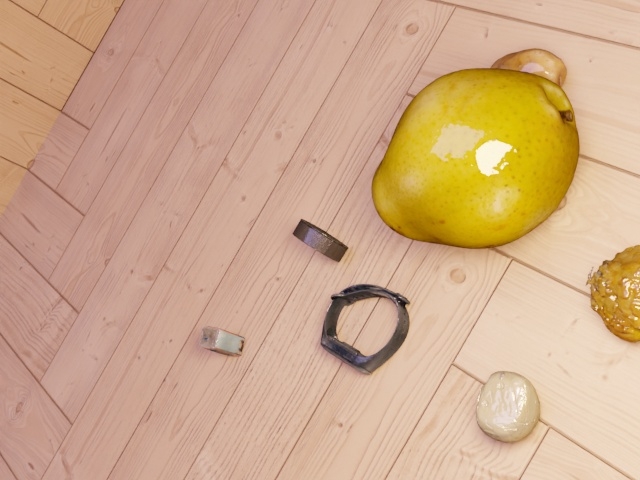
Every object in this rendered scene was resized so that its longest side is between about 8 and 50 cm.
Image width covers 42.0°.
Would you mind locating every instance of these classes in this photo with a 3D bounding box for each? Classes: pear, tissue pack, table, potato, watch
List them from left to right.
[{"bbox_3d":[-0.248,0.254,2.092,0.074,0.094,0.059,2,72,42],"label":"tissue pack"},{"bbox_3d":[0.000,0.000,1.977,0.133,0.133,0.043,35,95,44],"label":"table"},{"bbox_3d":[0.097,0.185,1.858,0.206,0.068,0.193,28,86,40],"label":"watch"},{"bbox_3d":[0.307,-0.157,1.653,0.418,0.362,0.362,-36,51,29],"label":"pear"},{"bbox_3d":[0.439,-0.353,1.792,0.178,0.109,0.119,14,101,48],"label":"potato"}]

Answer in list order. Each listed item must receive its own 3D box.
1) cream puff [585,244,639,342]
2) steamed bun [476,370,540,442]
[{"bbox_3d":[0.564,0.087,1.468,0.189,0.129,0.189,-18,57,30],"label":"cream puff"},{"bbox_3d":[0.357,0.314,1.559,0.112,0.091,0.130,7,76,40],"label":"steamed bun"}]
